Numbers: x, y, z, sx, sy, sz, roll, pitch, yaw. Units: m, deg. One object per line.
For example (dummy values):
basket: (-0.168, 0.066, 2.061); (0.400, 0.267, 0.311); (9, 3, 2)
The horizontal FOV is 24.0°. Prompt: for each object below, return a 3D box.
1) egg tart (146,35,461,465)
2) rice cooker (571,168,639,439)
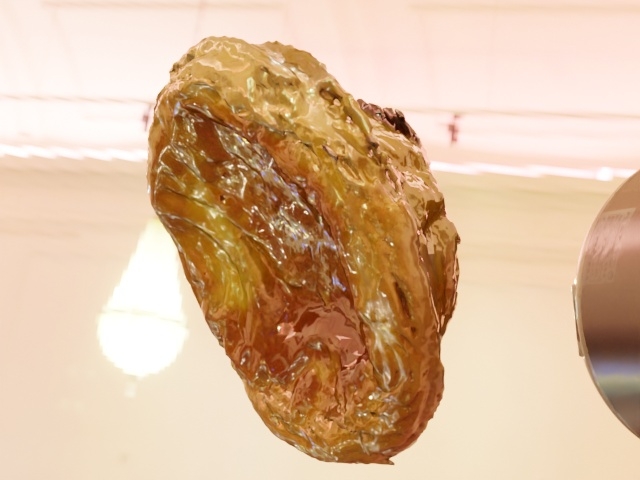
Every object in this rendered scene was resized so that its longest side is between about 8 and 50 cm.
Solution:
egg tart: (0.000, 0.000, 1.155); (0.150, 0.352, 0.352); (-25, 2, -29)
rice cooker: (0.428, 0.050, 1.365); (0.335, 0.335, 0.325); (15, -9, -21)
